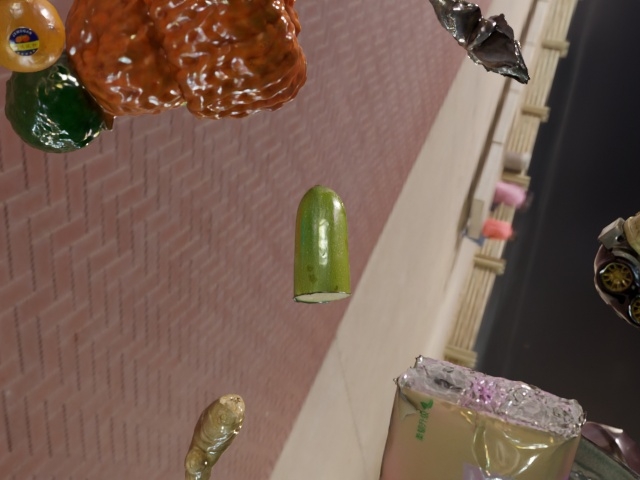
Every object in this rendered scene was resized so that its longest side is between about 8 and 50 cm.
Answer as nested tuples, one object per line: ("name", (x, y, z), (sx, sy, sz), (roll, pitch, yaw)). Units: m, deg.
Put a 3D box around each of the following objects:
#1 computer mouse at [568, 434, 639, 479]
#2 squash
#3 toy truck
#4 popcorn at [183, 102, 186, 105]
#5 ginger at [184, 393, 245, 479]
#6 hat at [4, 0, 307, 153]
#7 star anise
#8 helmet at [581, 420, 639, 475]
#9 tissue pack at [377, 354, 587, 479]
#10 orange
("computer mouse", (0.401, 0.369, 1.172), (0.114, 0.374, 0.203), (-53, 133, -2))
("squash", (0.000, 0.000, 1.142), (0.095, 0.095, 0.188), (41, 46, -72))
("toy truck", (0.681, 0.105, 1.286), (0.254, 0.405, 0.180), (-44, 171, 31))
("popcorn", (-0.271, -0.430, 1.554), (0.250, 0.235, 0.242), (-63, 175, -59))
("ginger", (-0.202, 0.377, 1.348), (0.148, 0.081, 0.333), (-80, -167, -59))
("hat", (-0.225, -0.271, 0.963), (0.285, 0.400, 0.285), (-15, 90, -75))
("star anise", (0.223, -0.296, 1.035), (0.065, 0.195, 0.182), (-51, -172, 12))
("helmet", (0.605, 0.490, 1.553), (0.305, 0.177, 0.225), (18, 51, -52))
("tissue pack", (0.179, 0.281, 0.876), (0.123, 0.215, 0.256), (-43, 143, -57))
("orange", (-0.292, -0.205, 0.713), (0.083, 0.083, 0.083), (15, 90, -73))
